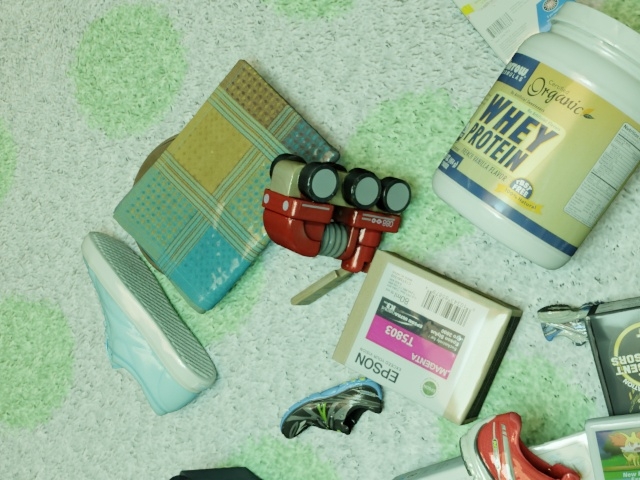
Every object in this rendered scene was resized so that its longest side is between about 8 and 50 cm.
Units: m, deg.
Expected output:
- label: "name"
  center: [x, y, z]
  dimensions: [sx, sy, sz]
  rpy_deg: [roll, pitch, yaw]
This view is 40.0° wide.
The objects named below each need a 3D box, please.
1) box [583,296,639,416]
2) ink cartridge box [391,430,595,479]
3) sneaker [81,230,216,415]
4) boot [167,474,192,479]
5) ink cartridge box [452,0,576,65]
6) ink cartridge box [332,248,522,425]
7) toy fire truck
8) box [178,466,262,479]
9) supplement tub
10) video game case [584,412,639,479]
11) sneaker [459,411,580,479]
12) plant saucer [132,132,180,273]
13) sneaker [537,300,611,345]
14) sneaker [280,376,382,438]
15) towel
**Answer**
- label: "box"
  center: [0.574, 0.203, 1.125]
  dimensions: [0.394, 0.097, 0.319]
  rpy_deg: [-14, 92, 24]
- label: "ink cartridge box"
  center: [0.309, 0.437, 1.234]
  dimensions: [0.384, 0.091, 0.308]
  rpy_deg: [-24, 83, 22]
- label: "sneaker"
  center: [-0.345, 0.151, 1.564]
  dimensions: [0.150, 0.135, 0.366]
  rpy_deg: [-42, 69, 13]
- label: "boot"
  center: [-0.199, 0.468, 1.306]
  dimensions: [0.106, 0.082, 0.219]
  rpy_deg: [-41, 63, 43]
- label: "ink cartridge box"
  center: [0.278, -0.383, 1.346]
  dimensions: [0.134, 0.078, 0.231]
  rpy_deg: [-39, 71, 17]
- label: "ink cartridge box"
  center: [0.161, 0.146, 1.352]
  dimensions: [0.234, 0.088, 0.193]
  rpy_deg: [24, 95, 24]
- label: "toy fire truck"
  center: [0.000, 0.000, 1.383]
  dimensions: [0.158, 0.217, 0.247]
  rpy_deg: [22, 102, 54]
- label: "box"
  center: [-0.118, 0.578, 1.366]
  dimensions: [0.343, 0.179, 0.313]
  rpy_deg: [29, 97, 33]
- label: "supplement tub"
  center: [0.327, -0.144, 1.220]
  dimensions: [0.228, 0.228, 0.316]
  rpy_deg: [38, 101, 23]
- label: "video game case"
  center: [0.520, 0.350, 1.079]
  dimensions: [0.328, 0.036, 0.300]
  rpy_deg: [-12, 88, 22]
- label: "sneaker"
  center: [0.293, 0.349, 1.135]
  dimensions: [0.118, 0.107, 0.279]
  rpy_deg: [-35, 81, 12]
- label: "plant saucer"
  center: [-0.238, -0.064, 1.585]
  dimensions: [0.277, 0.041, 0.278]
  rpy_deg: [-2, 86, 26]
- label: "sneaker"
  center: [0.386, 0.122, 1.274]
  dimensions: [0.135, 0.052, 0.058]
  rpy_deg: [-4, 101, 23]
- label: "sneaker"
  center: [0.015, 0.282, 1.419]
  dimensions: [0.188, 0.067, 0.078]
  rpy_deg: [-25, 69, 18]
- label: "towel"
  center: [-0.167, -0.091, 1.512]
  dimensions: [0.370, 0.040, 0.271]
  rpy_deg: [-48, 69, 12]
